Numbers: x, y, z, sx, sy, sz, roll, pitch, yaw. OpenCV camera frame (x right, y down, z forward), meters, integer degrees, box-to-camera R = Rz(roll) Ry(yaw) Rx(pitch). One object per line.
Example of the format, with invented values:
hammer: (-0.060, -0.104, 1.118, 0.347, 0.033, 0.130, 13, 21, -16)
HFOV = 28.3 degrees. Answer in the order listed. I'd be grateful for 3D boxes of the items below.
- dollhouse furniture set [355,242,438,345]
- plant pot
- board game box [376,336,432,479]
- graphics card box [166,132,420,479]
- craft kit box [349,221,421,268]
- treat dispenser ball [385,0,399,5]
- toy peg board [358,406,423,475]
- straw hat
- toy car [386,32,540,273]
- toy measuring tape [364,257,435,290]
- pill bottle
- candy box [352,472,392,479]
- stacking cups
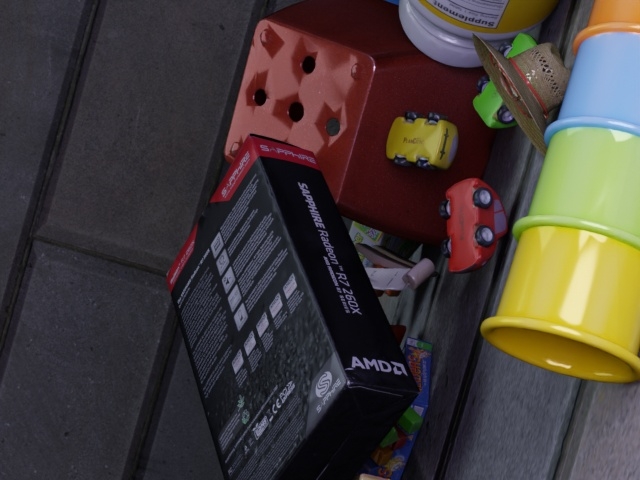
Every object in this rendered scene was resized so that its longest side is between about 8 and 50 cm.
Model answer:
dollhouse furniture set: (0.059, 0.148, 1.656, 0.262, 0.135, 0.259, -68, -20, 5)
plant pot: (0.041, -0.151, 1.537, 0.236, 0.267, 0.267, -5, -64, -54)
board game box: (0.092, 0.239, 1.588, 0.136, 0.035, 0.201, -77, 4, -61)
graphics card box: (-0.045, 0.092, 1.338, 0.233, 0.094, 0.371, -57, 36, 30)
craft kit box: (0.110, -0.028, 1.890, 0.246, 0.061, 0.250, -43, -21, -42)
treat dispenser ball: (0.121, -0.381, 2.258, 0.288, 0.288, 0.288, -164, 90, -89)
toy peg board: (0.030, 0.241, 1.449, 0.161, 0.079, 0.160, -14, -45, -41)
straw hat: (0.197, -0.145, 1.148, 0.061, 0.144, 0.144, -33, 6, 4)
toy car: (0.173, -0.109, 1.309, 0.225, 0.053, 0.239, -57, 38, 28)
toy measuring tape: (0.000, 0.000, 1.557, 0.330, 0.121, 0.121, 2, 73, 52)
pill bottle: (0.181, -0.326, 1.297, 0.334, 0.188, 0.188, 109, 177, -64)
candy box: (0.028, 0.399, 1.286, 0.183, 0.088, 0.316, 117, 170, -78)
stacking cups: (0.186, -0.076, 0.754, 0.096, 0.096, 0.316, 111, 180, -73)
